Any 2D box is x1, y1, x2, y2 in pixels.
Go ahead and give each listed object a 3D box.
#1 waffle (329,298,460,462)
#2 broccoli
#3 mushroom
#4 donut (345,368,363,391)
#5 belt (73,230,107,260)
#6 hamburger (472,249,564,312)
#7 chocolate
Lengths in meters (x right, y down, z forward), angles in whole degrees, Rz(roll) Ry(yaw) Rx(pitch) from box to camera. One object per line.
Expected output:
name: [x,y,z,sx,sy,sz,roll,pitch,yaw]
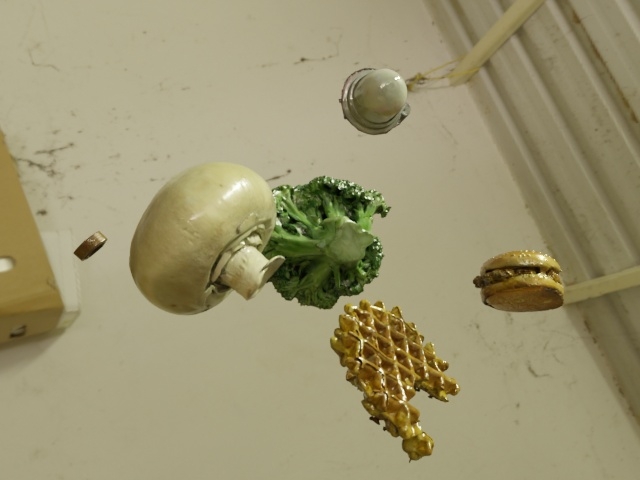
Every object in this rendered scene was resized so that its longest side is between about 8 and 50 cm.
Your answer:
waffle: [0.124,0.217,0.860,0.069,0.293,0.259,-44,-104,23]
broccoli: [0.000,0.000,0.926,0.242,0.269,0.261,17,-96,64]
mushroom: [-0.155,0.006,0.728,0.202,0.246,0.246,35,-40,18]
donut: [0.147,0.298,1.285,0.141,0.217,0.085,-27,-73,30]
belt: [-0.583,0.015,1.254,0.036,0.083,0.059,46,-20,-7]
hamburger: [0.449,0.094,1.133,0.182,0.191,0.117,56,32,-56]
chocolate: [0.177,-0.406,1.401,0.147,0.221,0.221,9,-63,69]
